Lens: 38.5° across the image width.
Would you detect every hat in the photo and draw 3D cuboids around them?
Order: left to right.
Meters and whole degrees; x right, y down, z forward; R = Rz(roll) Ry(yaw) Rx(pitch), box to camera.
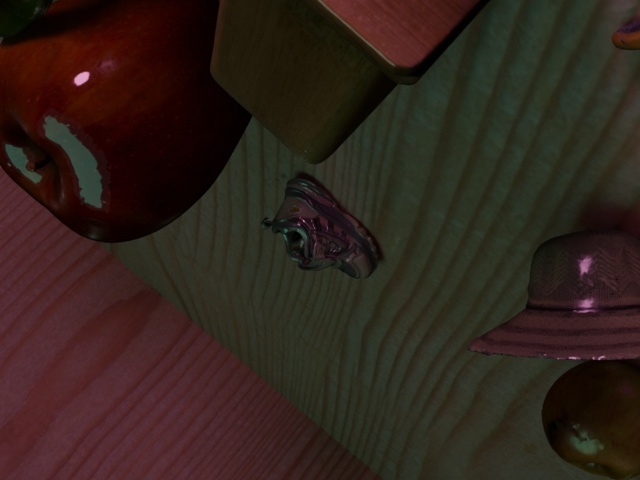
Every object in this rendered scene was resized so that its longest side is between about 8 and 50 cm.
[{"bbox_3d":[0.254,0.044,0.855,0.252,0.252,0.110,-4,89,64],"label":"hat"}]

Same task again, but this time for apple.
[{"bbox_3d":[-0.227,-0.153,1.056,0.288,0.317,0.288,25,142,22],"label":"apple"},{"bbox_3d":[0.326,0.209,1.057,0.146,0.146,0.146,36,160,16],"label":"apple"}]

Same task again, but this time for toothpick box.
[{"bbox_3d":[0.019,-0.193,0.729,0.190,0.187,0.308,41,164,0],"label":"toothpick box"}]

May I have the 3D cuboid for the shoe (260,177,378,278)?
[{"bbox_3d":[0.000,0.000,1.285,0.180,0.092,0.089,47,159,-13],"label":"shoe"}]

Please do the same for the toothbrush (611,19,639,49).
[{"bbox_3d":[0.290,-0.141,0.533,0.023,0.031,0.321,50,159,-20],"label":"toothbrush"}]

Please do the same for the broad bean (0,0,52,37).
[{"bbox_3d":[-0.292,-0.299,0.877,0.144,0.049,0.292,47,138,31],"label":"broad bean"}]
